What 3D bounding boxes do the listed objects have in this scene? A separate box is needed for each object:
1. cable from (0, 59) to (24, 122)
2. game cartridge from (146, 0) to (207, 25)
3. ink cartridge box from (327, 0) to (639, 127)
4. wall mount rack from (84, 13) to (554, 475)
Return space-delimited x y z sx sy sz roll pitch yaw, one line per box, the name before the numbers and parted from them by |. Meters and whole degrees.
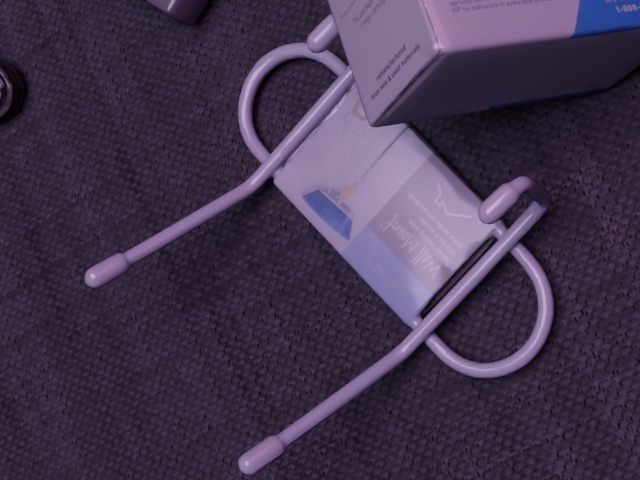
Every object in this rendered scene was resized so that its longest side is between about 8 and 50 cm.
cable | -0.424 -0.154 1.282 0.287 0.072 0.139 25 100 24
game cartridge | -0.108 -0.392 1.173 0.230 0.068 0.355 35 99 19
ink cartridge box | 0.106 -0.258 0.962 0.129 0.223 0.307 -43 61 61
wall mount rack | 0.000 0.000 1.043 0.304 0.130 0.350 -48 68 13
